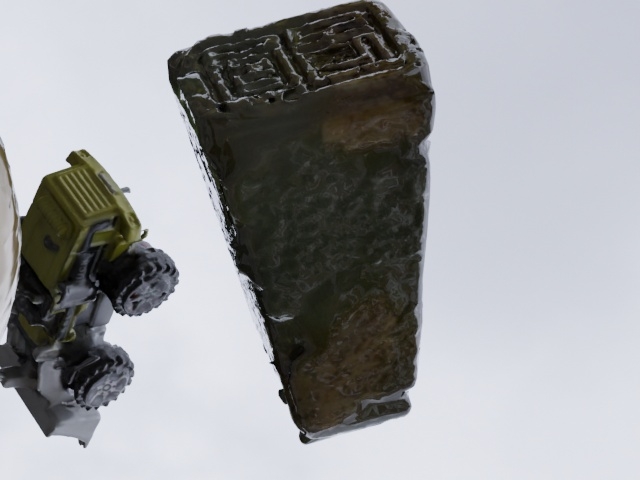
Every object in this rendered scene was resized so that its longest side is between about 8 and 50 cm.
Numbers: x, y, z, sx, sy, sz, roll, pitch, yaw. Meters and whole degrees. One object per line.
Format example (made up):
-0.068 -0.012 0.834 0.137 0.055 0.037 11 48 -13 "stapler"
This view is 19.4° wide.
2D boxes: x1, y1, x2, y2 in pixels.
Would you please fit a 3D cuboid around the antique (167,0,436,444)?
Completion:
0.000 0.000 1.221 0.125 0.150 0.284 -116 -165 -54 "antique"

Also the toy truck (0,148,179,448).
-0.213 0.055 1.548 0.136 0.111 0.286 51 -44 30 "toy truck"

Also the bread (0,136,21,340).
-0.282 -0.056 0.651 0.376 0.253 0.348 42 -34 18 "bread"
